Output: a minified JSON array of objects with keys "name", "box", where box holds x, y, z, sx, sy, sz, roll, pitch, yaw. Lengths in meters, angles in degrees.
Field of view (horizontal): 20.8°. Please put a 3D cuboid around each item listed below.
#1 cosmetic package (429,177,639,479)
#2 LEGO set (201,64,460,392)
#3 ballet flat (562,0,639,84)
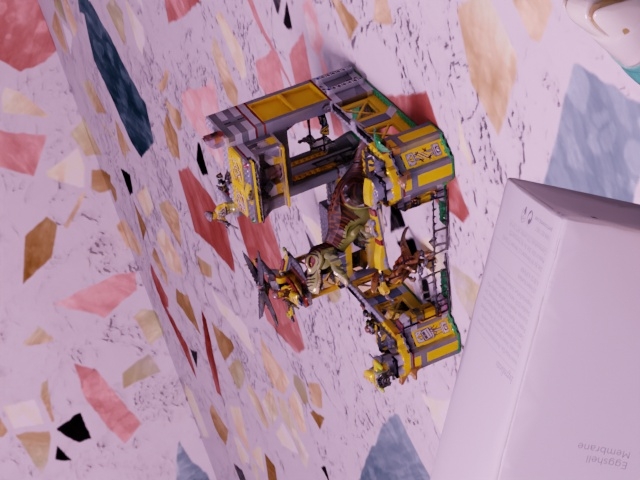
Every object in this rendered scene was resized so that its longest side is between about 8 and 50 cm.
[{"name":"cosmetic package","box":[0.206,0.100,1.065,0.138,0.224,0.225,-127,50,-76]},{"name":"LEGO set","box":[0.000,0.000,1.710,0.255,0.192,0.331,53,155,39]},{"name":"ballet flat","box":[0.195,-0.189,1.149,0.083,0.087,0.247,32,139,60]}]
